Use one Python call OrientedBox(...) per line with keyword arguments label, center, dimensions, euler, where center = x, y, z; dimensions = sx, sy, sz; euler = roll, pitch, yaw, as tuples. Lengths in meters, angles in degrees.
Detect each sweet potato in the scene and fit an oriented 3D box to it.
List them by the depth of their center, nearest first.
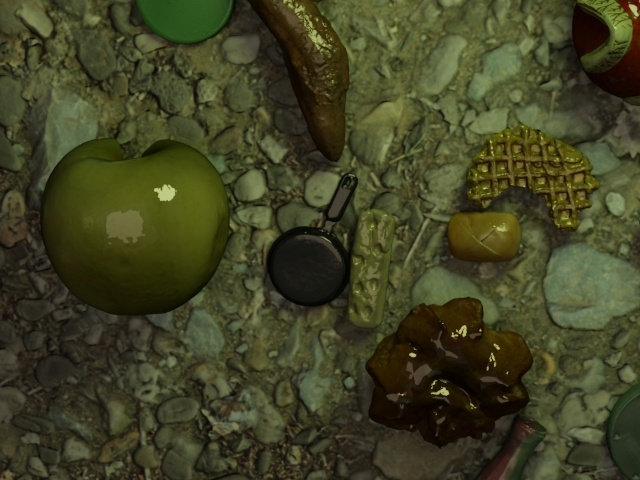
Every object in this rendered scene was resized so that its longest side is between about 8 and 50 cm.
OrientedBox(label="sweet potato", center=(-0.018, -0.284, 1.809), dimensions=(0.114, 0.092, 0.341), euler=(-20, 101, 37))

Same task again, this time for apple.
OrientedBox(label="apple", center=(-0.281, -0.024, 1.820), dimensions=(0.292, 0.292, 0.254), euler=(1, 105, 7))

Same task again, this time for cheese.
OrientedBox(label="cheese", center=(0.078, 0.045, 1.896), dimensions=(0.064, 0.043, 0.194), euler=(8, 105, 4))

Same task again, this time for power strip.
OrientedBox(label="power strip", center=(0.535, 0.333, 1.903), dimensions=(0.137, 0.044, 0.216), euler=(-32, 96, 13))

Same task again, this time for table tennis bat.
OrientedBox(label="table tennis bat", center=(-0.200, -0.427, 1.826), dimensions=(0.160, 0.039, 0.257), euler=(11, 109, 5))

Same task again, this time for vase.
OrientedBox(label="vase", center=(0.291, 0.384, 1.932), dimensions=(0.086, 0.086, 0.214), euler=(27, 101, 0))

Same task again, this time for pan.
OrientedBox(label="pan", center=(0.000, 0.000, 1.902), dimensions=(0.136, 0.028, 0.235), euler=(25, 105, 0))

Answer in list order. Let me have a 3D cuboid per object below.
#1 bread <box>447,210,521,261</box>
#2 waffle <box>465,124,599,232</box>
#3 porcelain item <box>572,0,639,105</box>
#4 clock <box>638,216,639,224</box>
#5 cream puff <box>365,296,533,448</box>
OrientedBox(label="bread", center=(0.253, -0.004, 1.855), dimensions=(0.115, 0.056, 0.082), euler=(4, 103, 6))
OrientedBox(label="waffle", center=(0.322, -0.091, 1.828), dimensions=(0.194, 0.051, 0.149), euler=(28, 101, -1))
OrientedBox(label="porcelain item", center=(0.477, -0.302, 1.668), dimensions=(0.253, 0.253, 0.253), euler=(2, 103, 7))
OrientedBox(label="clock", center=(0.603, -0.054, 1.780), dimensions=(0.194, 0.100, 0.195), euler=(29, 108, -4))
OrientedBox(label="cream puff", center=(0.191, 0.209, 1.870), dimensions=(0.269, 0.155, 0.241), euler=(-36, 102, 7))
